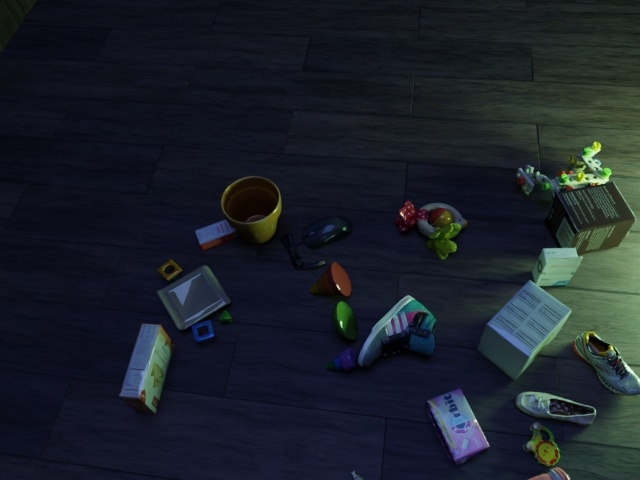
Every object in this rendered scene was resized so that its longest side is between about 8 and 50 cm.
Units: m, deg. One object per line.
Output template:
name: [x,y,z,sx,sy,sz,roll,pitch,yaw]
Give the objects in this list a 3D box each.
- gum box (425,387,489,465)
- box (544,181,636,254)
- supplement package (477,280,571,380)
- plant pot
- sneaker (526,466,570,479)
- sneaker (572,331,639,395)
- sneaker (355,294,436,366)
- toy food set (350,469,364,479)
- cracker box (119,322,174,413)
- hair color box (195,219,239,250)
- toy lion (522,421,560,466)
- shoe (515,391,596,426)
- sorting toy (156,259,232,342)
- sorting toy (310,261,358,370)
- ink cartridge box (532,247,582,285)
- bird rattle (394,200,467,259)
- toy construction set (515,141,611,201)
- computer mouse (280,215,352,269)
gum box: [0.389,0.533,1.612,0.107,0.062,0.188,-18,57,-8]
box: [0.901,-0.069,1.909,0.203,0.168,0.167,-11,56,-3]
supplement package: [0.602,0.271,1.691,0.203,0.194,0.149,-40,61,-19]
plant pot: [-0.232,-0.090,1.999,0.205,0.188,0.205,-2,57,4]
sneaker: [0.612,0.752,1.440,0.136,0.116,0.314,-16,49,6]
sneaker: [0.849,0.363,1.672,0.088,0.093,0.225,-35,61,-18]
sneaker: [0.258,0.311,1.734,0.178,0.124,0.295,30,57,30]
toy food set: [0.106,0.700,1.550,0.078,0.019,0.122,-38,61,-19]
cracker box: [-0.522,0.390,1.723,0.067,0.156,0.232,4,57,6]
hair color box: [-0.375,-0.024,2.054,0.141,0.043,0.072,-21,57,-8]
toy lion: [0.625,0.576,1.588,0.096,0.034,0.100,26,62,12]
shoe: [0.676,0.477,1.630,0.219,0.058,0.076,10,58,11]
sorting toy: [-0.426,0.195,1.913,0.196,0.047,0.348,-29,59,-19]
sorting toy: [0.035,0.253,1.824,0.126,0.127,0.365,-24,55,24]
ink cartridge box: [0.757,0.077,1.816,0.104,0.180,0.060,-1,56,3]
bird rattle: [0.397,-0.059,1.999,0.207,0.143,0.253,-27,45,-27]
toy construction set: [0.880,-0.229,2.027,0.327,0.151,0.215,-13,64,-1]
computer mouse: [0.000,0.000,1.998,0.262,0.060,0.184,-16,56,-6]
